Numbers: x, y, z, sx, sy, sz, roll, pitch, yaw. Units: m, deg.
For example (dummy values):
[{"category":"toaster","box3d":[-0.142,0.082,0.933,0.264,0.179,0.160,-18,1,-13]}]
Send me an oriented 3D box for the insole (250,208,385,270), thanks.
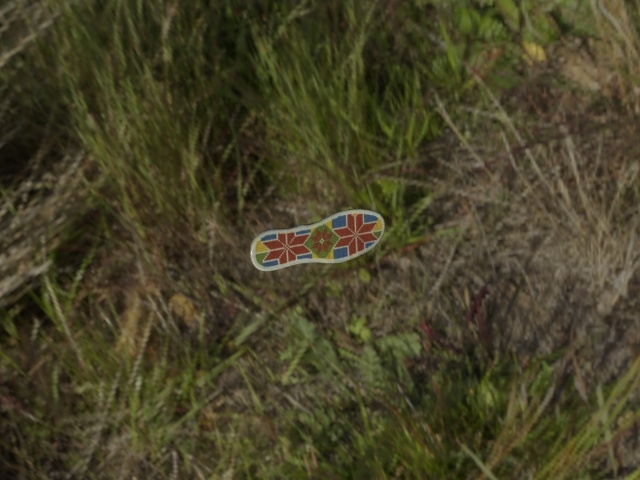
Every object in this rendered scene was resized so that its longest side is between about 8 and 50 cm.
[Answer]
[{"category":"insole","box3d":[0.000,0.000,1.307,0.193,0.065,0.006,-11,15,-29]}]
